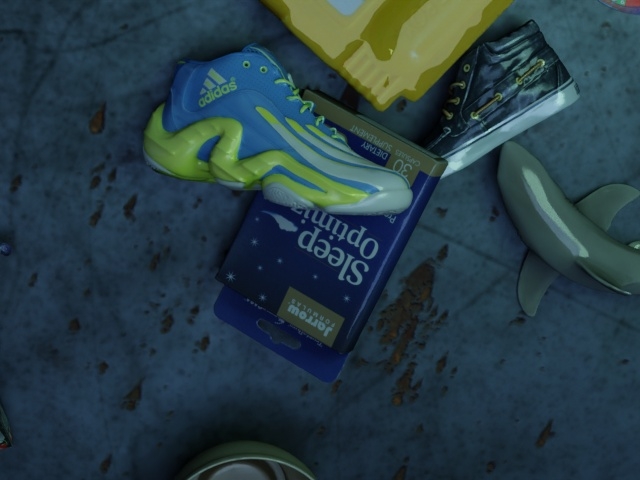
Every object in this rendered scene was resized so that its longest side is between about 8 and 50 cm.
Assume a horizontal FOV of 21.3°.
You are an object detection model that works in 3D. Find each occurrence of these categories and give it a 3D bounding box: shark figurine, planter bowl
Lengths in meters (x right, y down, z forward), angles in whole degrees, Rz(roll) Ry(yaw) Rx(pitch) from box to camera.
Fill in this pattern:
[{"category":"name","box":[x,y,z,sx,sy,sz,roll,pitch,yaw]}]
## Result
[{"category":"shark figurine","box":[0.283,0.017,1.510,0.278,0.116,0.166,8,108,-9]},{"category":"planter bowl","box":[-0.070,0.246,1.531,0.162,0.109,0.162,-2,108,-7]}]

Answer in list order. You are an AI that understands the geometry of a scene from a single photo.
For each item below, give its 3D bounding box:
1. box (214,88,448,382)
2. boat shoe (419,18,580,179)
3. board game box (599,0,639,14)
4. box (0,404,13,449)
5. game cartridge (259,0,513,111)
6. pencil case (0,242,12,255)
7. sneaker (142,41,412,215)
[{"category":"box","box":[0.000,0.000,1.470,0.136,0.036,0.225,30,104,17]},{"category":"boat shoe","box":[0.127,-0.115,1.475,0.183,0.065,0.083,-31,95,4]},{"category":"board game box","box":[0.293,-0.273,1.459,0.133,0.033,0.169,25,103,-14]},{"category":"box","box":[-0.330,0.142,1.474,0.094,0.027,0.137,-15,137,-3]},{"category":"game cartridge","box":[0.043,-0.304,1.399,0.323,0.053,0.285,41,98,-14]},{"category":"pencil case","box":[-0.368,0.004,1.421,0.206,0.088,0.086,24,81,-14]},{"category":"sneaker","box":[-0.033,-0.095,1.407,0.240,0.091,0.126,12,95,16]}]
